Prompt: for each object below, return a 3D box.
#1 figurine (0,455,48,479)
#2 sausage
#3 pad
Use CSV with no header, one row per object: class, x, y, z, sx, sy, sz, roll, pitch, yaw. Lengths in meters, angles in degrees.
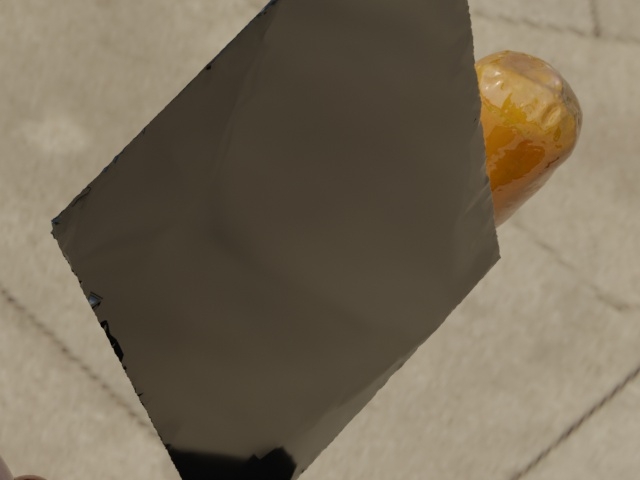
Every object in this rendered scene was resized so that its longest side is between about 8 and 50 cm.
figurine,-0.308,0.207,1.446,0.173,0.173,0.173,10,47,-11
sausage,0.096,-0.052,1.326,0.098,0.238,0.098,11,61,-21
pad,0.000,0.000,0.949,0.007,0.367,0.247,34,71,25
